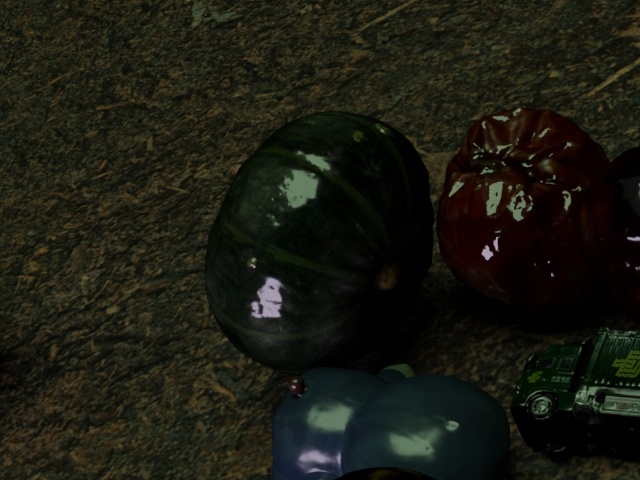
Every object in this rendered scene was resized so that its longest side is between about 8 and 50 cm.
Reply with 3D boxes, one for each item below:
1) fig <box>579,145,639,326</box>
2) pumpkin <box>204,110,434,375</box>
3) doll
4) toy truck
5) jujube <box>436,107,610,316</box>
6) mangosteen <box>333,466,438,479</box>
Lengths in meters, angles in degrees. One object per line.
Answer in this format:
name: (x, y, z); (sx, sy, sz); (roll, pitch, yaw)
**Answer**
fig: (0.390, -0.030, 1.549); (0.249, 0.204, 0.186); (-42, 9, -19)
pumpkin: (0.000, 0.000, 1.679); (0.207, 0.300, 0.300); (30, 62, 31)
doll: (0.072, 0.209, 1.564); (0.258, 0.154, 0.228); (11, 46, 31)
toy truck: (0.326, 0.159, 1.507); (0.259, 0.088, 0.121); (2, 46, 31)
jujube: (0.233, -0.027, 1.702); (0.213, 0.213, 0.232); (-14, 33, 16)
mangosteen: (0.098, 0.320, 1.375); (0.289, 0.231, 0.231); (4, 29, -23)
